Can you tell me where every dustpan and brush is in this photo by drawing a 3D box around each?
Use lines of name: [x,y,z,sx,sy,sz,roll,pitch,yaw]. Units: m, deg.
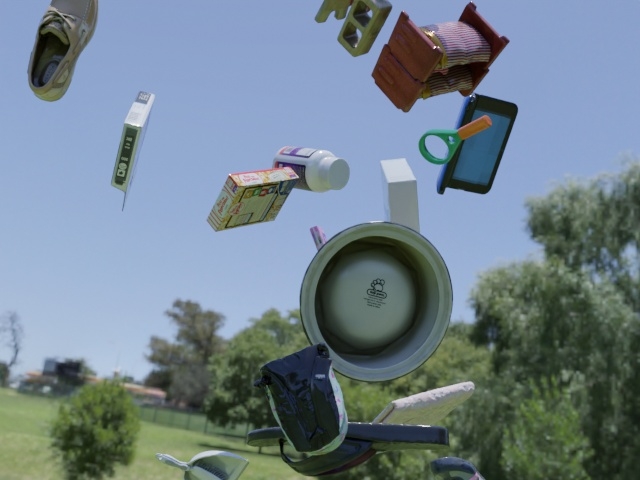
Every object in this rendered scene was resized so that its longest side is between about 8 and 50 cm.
dustpan and brush: [-0.292,0.541,1.917,0.211,0.147,0.060,31,12,-11]

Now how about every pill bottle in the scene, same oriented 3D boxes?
pill bottle: [-0.022,-0.177,2.048,0.193,0.108,0.108,14,-10,44]

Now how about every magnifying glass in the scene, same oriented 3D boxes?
magnifying glass: [0.322,-0.247,1.963,0.092,0.026,0.231,52,-37,-10]

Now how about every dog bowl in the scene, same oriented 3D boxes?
dog bowl: [0.127,0.152,2.104,0.408,0.408,0.150,13,-1,-15]

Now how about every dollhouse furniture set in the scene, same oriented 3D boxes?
dollhouse furniture set: [0.144,-0.430,1.550,0.201,0.374,0.152,-22,-26,-38]

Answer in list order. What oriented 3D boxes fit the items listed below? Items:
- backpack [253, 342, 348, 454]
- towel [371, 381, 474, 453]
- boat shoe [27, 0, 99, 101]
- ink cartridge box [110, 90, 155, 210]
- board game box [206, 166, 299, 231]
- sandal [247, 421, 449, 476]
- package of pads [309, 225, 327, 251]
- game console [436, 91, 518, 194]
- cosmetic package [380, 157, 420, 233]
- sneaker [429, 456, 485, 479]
backpack: [-0.018,0.293,1.467,0.152,0.182,0.115,-25,-21,10]
towel: [0.284,0.559,2.528,0.332,0.053,0.317,-7,-36,-37]
boat shoe: [-0.639,-0.516,2.023,0.122,0.341,0.110,14,-4,-4]
ink cartridge box: [-0.422,-0.202,1.807,0.045,0.206,0.208,14,-63,-11]
board game box: [-0.158,-0.098,1.918,0.193,0.045,0.146,-13,-36,-47]
sandal: [0.050,0.449,1.735,0.446,0.107,0.167,-3,-21,14]
package of pads: [0.000,0.000,2.364,0.032,0.083,0.050,-26,-15,16]
game console: [0.458,-0.268,2.355,0.173,0.293,0.250,17,16,4]
cosmetic package: [0.260,-0.049,2.625,0.097,0.377,0.284,-5,19,3]
sneaker: [0.421,0.739,2.378,0.112,0.131,0.319,-24,-47,27]
